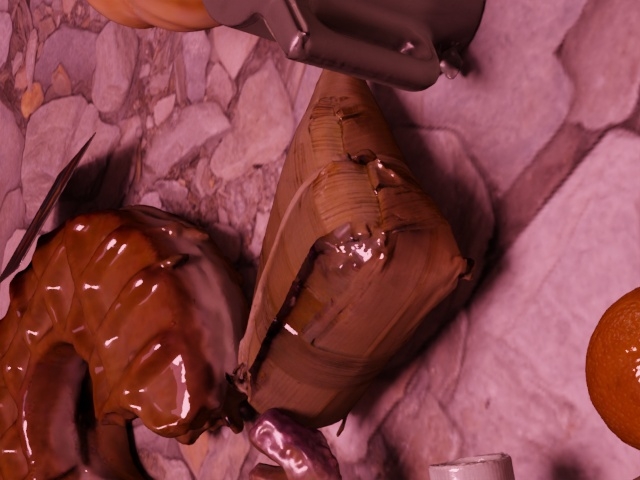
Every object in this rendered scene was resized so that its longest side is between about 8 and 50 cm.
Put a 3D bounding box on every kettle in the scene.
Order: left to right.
[{"bbox_3d":[0.013,-0.141,0.524,0.098,0.148,0.127,-10,79,48],"label":"kettle"}]

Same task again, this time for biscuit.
[{"bbox_3d":[-0.186,0.114,0.762,0.366,0.115,0.268,-51,52,32],"label":"biscuit"}]

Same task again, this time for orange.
[{"bbox_3d":[0.158,0.055,0.393,0.085,0.085,0.085,-7,81,49],"label":"orange"}]

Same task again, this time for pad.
[{"bbox_3d":[-0.268,-0.025,0.867,0.211,0.003,0.143,-17,46,63],"label":"pad"}]

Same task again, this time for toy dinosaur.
[{"bbox_3d":[0.064,0.186,0.482,0.251,0.072,0.200,5,98,41],"label":"toy dinosaur"}]

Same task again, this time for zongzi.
[{"bbox_3d":[0.000,0.000,0.575,0.194,0.099,0.197,-59,34,36],"label":"zongzi"}]

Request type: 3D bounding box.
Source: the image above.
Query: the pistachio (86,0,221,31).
[{"bbox_3d":[-0.083,-0.285,0.591,0.229,0.238,0.321,34,124,8],"label":"pistachio"}]

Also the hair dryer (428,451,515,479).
[{"bbox_3d":[0.134,0.164,0.378,0.183,0.044,0.155,-18,78,40],"label":"hair dryer"}]
